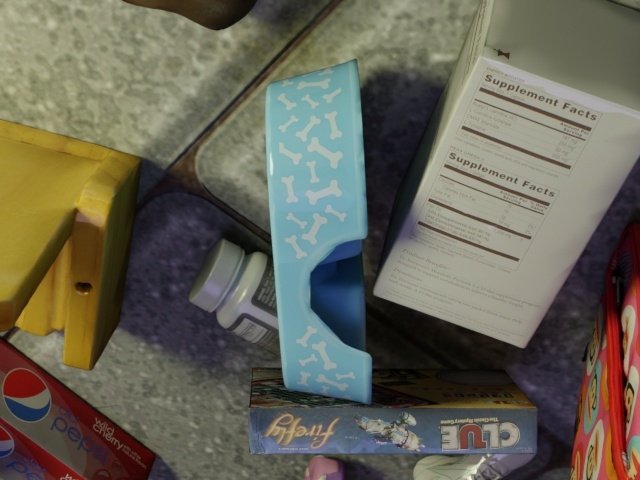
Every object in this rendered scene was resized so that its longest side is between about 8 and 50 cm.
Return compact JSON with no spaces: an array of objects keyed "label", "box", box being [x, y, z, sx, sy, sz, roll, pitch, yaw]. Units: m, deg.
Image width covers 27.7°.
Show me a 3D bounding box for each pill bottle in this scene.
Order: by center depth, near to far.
[{"label":"pill bottle","box":[-0.046,0.058,1.184,0.137,0.078,0.078,30,131,-13]}]

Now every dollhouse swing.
[{"label":"dollhouse swing","box":[-0.363,0.039,1.090,0.346,0.305,0.315,14,132,-1]}]

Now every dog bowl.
[{"label":"dog bowl","box":[0.000,0.000,1.042,0.074,0.166,0.297,-3,124,1]}]

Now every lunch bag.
[{"label":"lunch bag","box":[0.278,0.129,1.028,0.120,0.293,0.258,9,129,3]}]

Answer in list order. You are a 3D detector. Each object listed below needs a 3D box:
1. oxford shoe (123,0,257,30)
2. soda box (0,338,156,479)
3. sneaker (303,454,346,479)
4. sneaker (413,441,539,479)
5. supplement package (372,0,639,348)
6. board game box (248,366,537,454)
[{"label":"oxford shoe","box":[-0.152,-0.222,0.959,0.227,0.083,0.096,30,135,-13]},{"label":"soda box","box":[-0.304,0.201,1.367,0.092,0.083,0.263,-30,119,34]},{"label":"sneaker","box":[0.026,0.335,1.387,0.104,0.095,0.236,2,114,3]},{"label":"sneaker","box":[0.156,0.238,1.310,0.152,0.061,0.053,-31,116,32]},{"label":"supplement package","box":[0.147,-0.060,0.992,0.133,0.139,0.244,19,133,-3]},{"label":"board game box","box":[0.058,0.150,1.161,0.243,0.165,0.042,1,96,-2]}]
